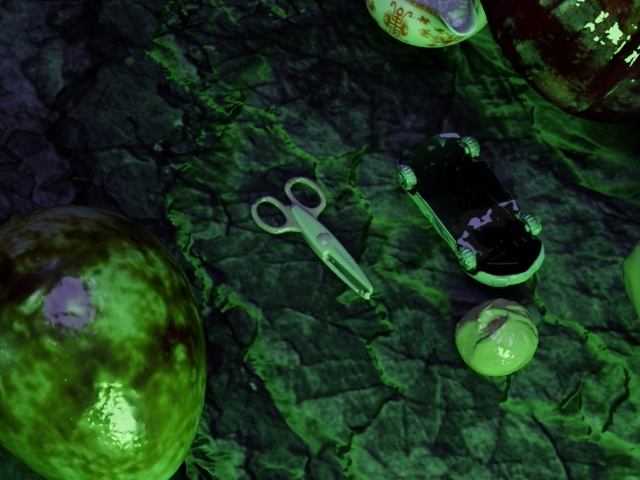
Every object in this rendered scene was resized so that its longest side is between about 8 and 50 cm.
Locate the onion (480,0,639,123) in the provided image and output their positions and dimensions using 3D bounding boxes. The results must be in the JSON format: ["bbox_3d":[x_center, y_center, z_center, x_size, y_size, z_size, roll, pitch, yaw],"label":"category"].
[{"bbox_3d":[0.296,-0.312,1.612,0.260,0.282,0.337,28,68,-16],"label":"onion"}]

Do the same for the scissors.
[{"bbox_3d":[0.000,0.000,1.593,0.085,0.022,0.176,-29,59,-21],"label":"scissors"}]

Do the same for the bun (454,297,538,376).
[{"bbox_3d":[0.182,0.094,1.513,0.086,0.055,0.086,0,56,0],"label":"bun"}]

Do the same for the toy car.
[{"bbox_3d":[0.161,-0.032,1.595,0.095,0.056,0.205,-27,64,-17],"label":"toy car"}]

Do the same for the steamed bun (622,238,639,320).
[{"bbox_3d":[0.542,0.058,1.403,0.455,0.290,0.371,-22,56,-3],"label":"steamed bun"}]

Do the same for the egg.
[{"bbox_3d":[-0.225,0.106,1.398,0.238,0.238,0.289,-19,72,-12],"label":"egg"}]

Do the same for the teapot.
[{"bbox_3d":[0.125,-0.306,1.743,0.159,0.116,0.246,-27,63,-3],"label":"teapot"}]
